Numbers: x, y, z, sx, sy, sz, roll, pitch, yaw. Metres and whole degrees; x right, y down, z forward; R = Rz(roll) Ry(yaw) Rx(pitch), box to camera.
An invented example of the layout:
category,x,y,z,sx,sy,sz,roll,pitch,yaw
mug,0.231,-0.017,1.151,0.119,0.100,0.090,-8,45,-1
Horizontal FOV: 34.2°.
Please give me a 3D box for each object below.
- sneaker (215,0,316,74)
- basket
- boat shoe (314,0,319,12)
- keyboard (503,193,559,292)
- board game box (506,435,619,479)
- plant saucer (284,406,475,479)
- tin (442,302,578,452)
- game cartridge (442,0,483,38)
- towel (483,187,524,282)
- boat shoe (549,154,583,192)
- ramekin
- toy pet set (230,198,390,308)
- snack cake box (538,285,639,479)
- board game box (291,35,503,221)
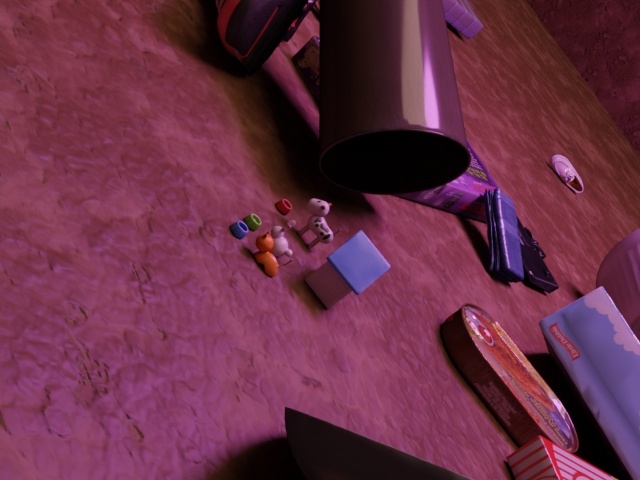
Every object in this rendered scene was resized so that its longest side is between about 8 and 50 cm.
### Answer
category,x,y,z,sx,sy,sz,roll,pitch,yaw
sneaker,-0.085,-0.278,1.163,0.136,0.116,0.314,36,19,-4
basket,0.069,-0.185,1.096,0.204,0.154,0.226,39,45,-69
boat shoe,0.042,-0.306,1.479,0.153,0.056,0.048,51,17,-18
keyboard,0.285,-0.002,1.508,0.108,0.023,0.180,18,39,-47
board game box,0.271,0.287,1.003,0.193,0.045,0.146,32,28,-38
plant saucer,0.116,0.184,0.663,0.318,0.043,0.317,22,-10,4
tin,0.197,0.150,1.089,0.189,0.040,0.106,52,18,4
game cartridge,0.212,-0.600,2.250,0.230,0.068,0.355,31,29,-47
towel,0.240,-0.005,1.373,0.067,0.029,0.119,30,50,-51
boat shoe,0.498,-0.132,2.094,0.100,0.035,0.035,46,19,-29
ramekin,0.558,0.100,1.568,0.273,0.273,0.127,38,38,-28
toy pet set,0.000,0.000,0.910,0.114,0.065,0.122,51,23,1
snack cake box,0.359,0.199,1.194,0.264,0.089,0.152,62,5,25
board game box,0.116,-0.136,1.366,0.347,0.056,0.208,12,39,-56
